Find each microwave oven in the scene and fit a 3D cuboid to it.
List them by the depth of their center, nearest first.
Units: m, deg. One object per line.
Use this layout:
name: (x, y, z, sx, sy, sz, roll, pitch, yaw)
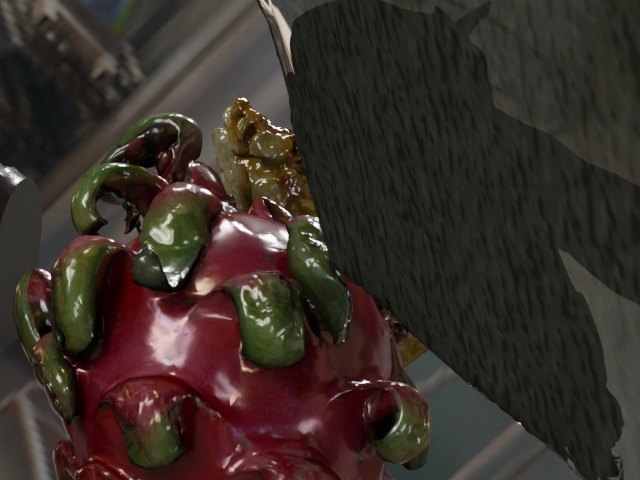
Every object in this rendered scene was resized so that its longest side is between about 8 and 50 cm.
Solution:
microwave oven: (0.133, -0.107, 0.505, 0.432, 0.236, 0.374, -141, -147, -70)

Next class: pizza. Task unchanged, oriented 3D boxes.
pizza: (-0.001, 0.001, 0.993, 0.194, 0.154, 0.069, 58, -1, -19)

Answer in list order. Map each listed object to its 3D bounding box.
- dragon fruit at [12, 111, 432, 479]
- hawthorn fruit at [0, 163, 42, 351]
dragon fruit: (-0.059, 0.066, 0.858, 0.218, 0.198, 0.273, 31, 5, -31)
hawthorn fruit: (-0.341, 0.018, 1.338, 0.189, 0.251, 0.189, 175, -90, -72)
